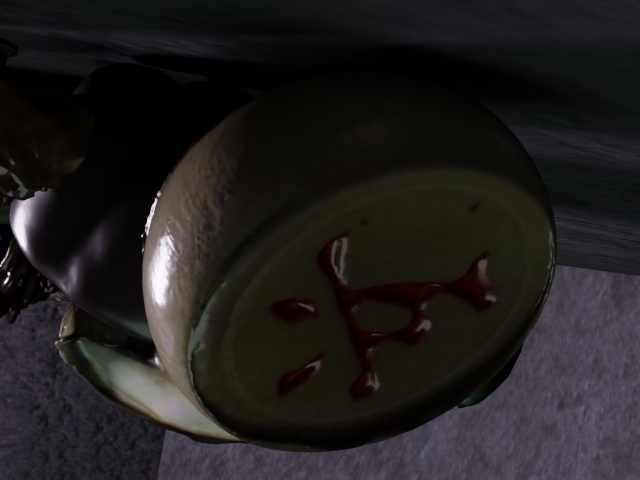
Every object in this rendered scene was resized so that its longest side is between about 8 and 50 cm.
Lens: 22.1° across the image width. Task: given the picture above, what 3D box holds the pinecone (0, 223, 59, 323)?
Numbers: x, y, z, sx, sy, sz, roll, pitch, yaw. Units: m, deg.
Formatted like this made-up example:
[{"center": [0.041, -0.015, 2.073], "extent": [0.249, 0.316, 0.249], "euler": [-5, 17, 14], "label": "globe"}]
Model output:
[{"center": [-0.349, -0.043, 1.680], "extent": [0.309, 0.244, 0.244], "euler": [26, 174, -14], "label": "pinecone"}]

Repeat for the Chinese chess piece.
[{"center": [0.017, 0.014, 0.973], "extent": [0.250, 0.249, 0.103], "euler": [11, -145, -34], "label": "Chinese chess piece"}]

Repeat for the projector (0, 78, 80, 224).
[{"center": [-0.226, -0.069, 1.448], "extent": [0.194, 0.088, 0.269], "euler": [-9, 173, 18], "label": "projector"}]

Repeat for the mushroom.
[{"center": [-0.119, 0.094, 1.702], "extent": [0.267, 0.164, 0.189], "euler": [-13, 125, 35], "label": "mushroom"}]

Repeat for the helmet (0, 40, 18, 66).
[{"center": [-0.265, -0.118, 1.177], "extent": [0.089, 0.057, 0.111], "euler": [7, 178, -3], "label": "helmet"}]

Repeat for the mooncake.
[{"center": [-0.091, -0.020, 1.127], "extent": [0.245, 0.133, 0.245], "euler": [22, -153, -12], "label": "mooncake"}]

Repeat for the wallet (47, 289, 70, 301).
[{"center": [-0.254, -0.021, 1.839], "extent": [0.182, 0.229, 0.049], "euler": [8, 139, 48], "label": "wallet"}]

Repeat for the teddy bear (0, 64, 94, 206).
[{"center": [-0.268, -0.049, 0.783], "extent": [0.246, 0.222, 0.296], "euler": [41, 178, -25], "label": "teddy bear"}]

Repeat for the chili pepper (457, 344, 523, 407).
[{"center": [0.084, 0.052, 1.708], "extent": [0.233, 0.256, 0.248], "euler": [0, -178, -34], "label": "chili pepper"}]
